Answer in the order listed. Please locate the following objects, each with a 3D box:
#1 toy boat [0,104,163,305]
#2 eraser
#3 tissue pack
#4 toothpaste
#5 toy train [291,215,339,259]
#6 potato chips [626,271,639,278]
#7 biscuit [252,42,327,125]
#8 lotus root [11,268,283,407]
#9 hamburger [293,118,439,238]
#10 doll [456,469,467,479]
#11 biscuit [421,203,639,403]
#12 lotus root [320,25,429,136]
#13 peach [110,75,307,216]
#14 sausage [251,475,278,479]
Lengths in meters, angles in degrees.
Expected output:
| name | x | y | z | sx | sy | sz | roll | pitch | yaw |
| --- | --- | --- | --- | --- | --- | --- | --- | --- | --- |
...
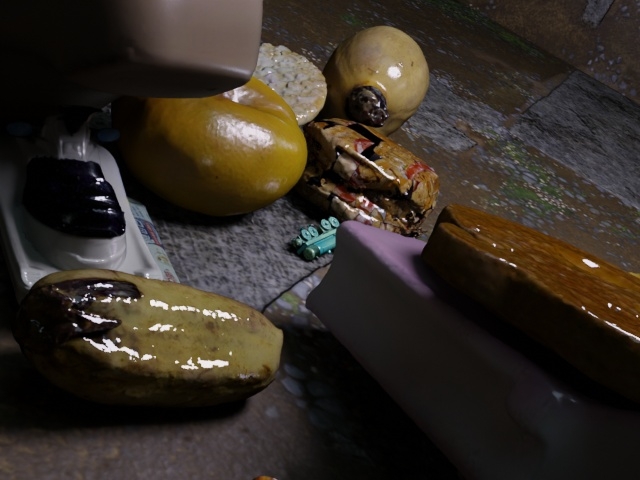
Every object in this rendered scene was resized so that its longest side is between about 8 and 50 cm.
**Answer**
| name | x | y | z | sx | sy | sz | roll | pitch | yaw |
| --- | --- | --- | --- | --- | --- | --- | --- | --- | --- |
| toy boat | -0.240 | -0.043 | 0.867 | 0.141 | 0.141 | 0.269 | 7 | 45 | -36 |
| eraser | 0.182 | 0.122 | 0.876 | 0.272 | 0.122 | 0.359 | 19 | 13 | -32 |
| tissue pack | -0.259 | -0.260 | 0.912 | 0.387 | 0.276 | 0.267 | -6 | -3 | 34 |
| toothpaste | -0.178 | 0.014 | 0.928 | 0.060 | 0.038 | 0.233 | 13 | 27 | -35 |
| toy train | 0.000 | 0.000 | 1.128 | 0.045 | 0.029 | 0.092 | 51 | 35 | 10 |
| potato chips | 0.593 | 0.180 | 1.327 | 0.080 | 0.057 | 0.407 | -16 | 49 | -37 |
| biscuit | -0.084 | -0.232 | 1.393 | 0.188 | 0.040 | 0.265 | 4 | 37 | -2 |
| lotus root | -0.139 | 0.087 | 0.766 | 0.258 | 0.097 | 0.110 | 17 | 63 | -40 |
| hamburger | 0.065 | -0.088 | 1.266 | 0.231 | 0.106 | 0.231 | 22 | 19 | -8 |
| doll | 0.165 | 0.251 | 0.773 | 0.114 | 0.085 | 0.152 | 43 | 12 | -16 |
| biscuit | 0.230 | 0.061 | 0.810 | 0.314 | 0.063 | 0.367 | 16 | 15 | -23 |
| lotus root | 0.081 | -0.239 | 1.459 | 0.183 | 0.182 | 0.310 | 26 | 27 | -3 |
| peach | -0.131 | -0.131 | 1.107 | 0.251 | 0.153 | 0.251 | 16 | 35 | -12 |
| sausage | -0.051 | 0.220 | 0.680 | 0.031 | 0.031 | 0.107 | 26 | 26 | -3 |
